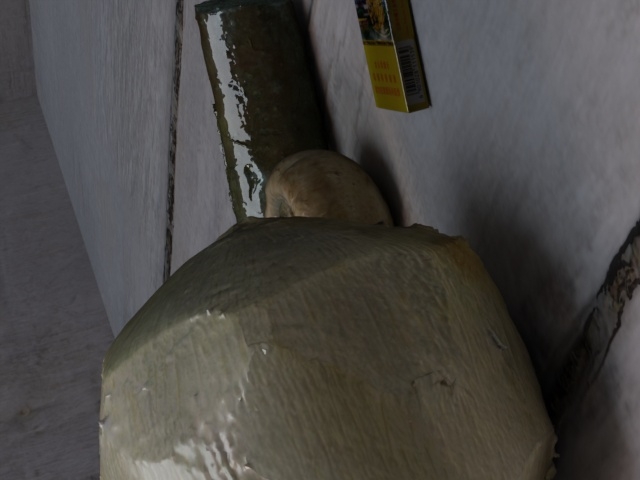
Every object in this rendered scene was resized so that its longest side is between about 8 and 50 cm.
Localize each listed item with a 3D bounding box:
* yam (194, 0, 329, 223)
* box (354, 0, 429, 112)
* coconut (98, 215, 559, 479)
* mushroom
[{"bbox_3d":[-0.049,-0.110,1.705,0.106,0.106,0.259,-158,56,-73],"label":"yam"},{"bbox_3d":[0.050,-0.181,1.409,0.087,0.023,0.155,-149,46,-75],"label":"box"},{"bbox_3d":[0.000,0.146,1.282,0.346,0.346,0.360,124,125,-72],"label":"coconut"},{"bbox_3d":[0.000,0.000,1.586,0.166,0.127,0.166,172,90,-78],"label":"mushroom"}]
